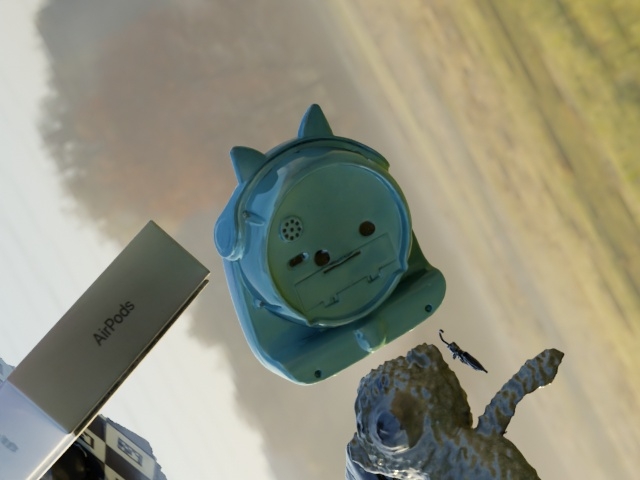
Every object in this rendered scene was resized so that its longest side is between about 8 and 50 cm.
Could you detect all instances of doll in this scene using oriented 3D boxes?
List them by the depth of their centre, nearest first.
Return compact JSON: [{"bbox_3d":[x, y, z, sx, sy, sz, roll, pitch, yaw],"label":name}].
[{"bbox_3d":[0.136,0.209,1.558,0.091,0.203,0.286,-3,-117,-55],"label":"doll"}]

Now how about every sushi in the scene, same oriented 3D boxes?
[{"bbox_3d":[-0.210,0.216,1.629,0.264,0.050,0.290,25,150,34],"label":"sushi"}]

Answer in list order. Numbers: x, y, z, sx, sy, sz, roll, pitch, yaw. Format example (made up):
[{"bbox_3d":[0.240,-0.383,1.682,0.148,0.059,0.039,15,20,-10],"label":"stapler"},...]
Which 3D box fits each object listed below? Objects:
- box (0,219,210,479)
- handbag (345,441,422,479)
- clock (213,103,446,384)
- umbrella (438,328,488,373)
[{"bbox_3d":[-0.134,0.069,1.082,0.051,0.130,0.129,40,148,-2],"label":"box"},{"bbox_3d":[0.081,0.252,1.867,0.115,0.072,0.139,89,155,-65],"label":"handbag"},{"bbox_3d":[0.000,0.000,2.064,0.094,0.223,0.274,23,140,58],"label":"clock"},{"bbox_3d":[0.150,0.121,2.015,0.122,0.013,0.022,-137,29,-62],"label":"umbrella"}]
